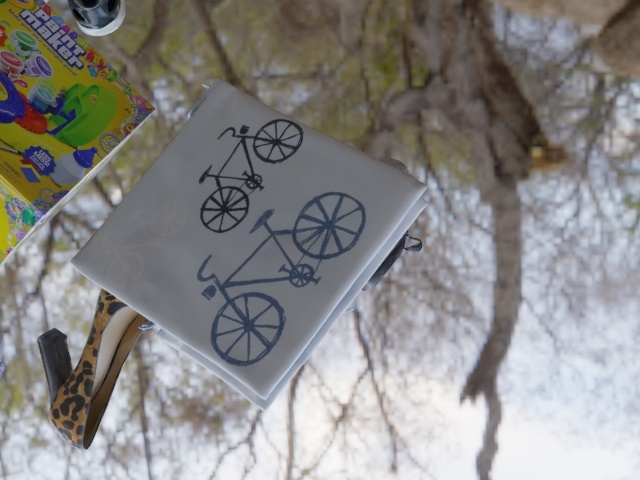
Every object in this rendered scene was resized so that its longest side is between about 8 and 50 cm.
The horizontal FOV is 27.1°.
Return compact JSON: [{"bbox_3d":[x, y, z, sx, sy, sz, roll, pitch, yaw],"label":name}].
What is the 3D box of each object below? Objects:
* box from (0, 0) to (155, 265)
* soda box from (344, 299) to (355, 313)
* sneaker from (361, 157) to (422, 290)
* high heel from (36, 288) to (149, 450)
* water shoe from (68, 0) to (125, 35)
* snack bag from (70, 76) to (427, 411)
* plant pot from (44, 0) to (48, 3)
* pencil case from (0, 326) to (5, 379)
[{"bbox_3d":[-0.434,-0.166,1.786,0.177,0.290,0.279,-40,-170,43],"label":"box"},{"bbox_3d":[-0.039,0.071,2.041,0.183,0.058,0.063,9,-167,27],"label":"soda box"},{"bbox_3d":[0.000,0.000,1.716,0.269,0.153,0.101,-17,-156,3],"label":"sneaker"},{"bbox_3d":[-0.257,0.153,1.763,0.261,0.093,0.186,-33,-124,18],"label":"high heel"},{"bbox_3d":[-0.256,-0.321,1.441,0.073,0.080,0.203,-19,-112,-4],"label":"water shoe"},{"bbox_3d":[-0.095,-0.008,1.578,0.343,0.037,0.323,30,-105,28],"label":"snack bag"},{"bbox_3d":[-0.521,-0.505,2.130,0.323,0.280,0.323,16,-167,-4],"label":"plant pot"},{"bbox_3d":[-0.507,0.115,1.539,0.273,0.124,0.113,23,172,-20],"label":"pencil case"}]
